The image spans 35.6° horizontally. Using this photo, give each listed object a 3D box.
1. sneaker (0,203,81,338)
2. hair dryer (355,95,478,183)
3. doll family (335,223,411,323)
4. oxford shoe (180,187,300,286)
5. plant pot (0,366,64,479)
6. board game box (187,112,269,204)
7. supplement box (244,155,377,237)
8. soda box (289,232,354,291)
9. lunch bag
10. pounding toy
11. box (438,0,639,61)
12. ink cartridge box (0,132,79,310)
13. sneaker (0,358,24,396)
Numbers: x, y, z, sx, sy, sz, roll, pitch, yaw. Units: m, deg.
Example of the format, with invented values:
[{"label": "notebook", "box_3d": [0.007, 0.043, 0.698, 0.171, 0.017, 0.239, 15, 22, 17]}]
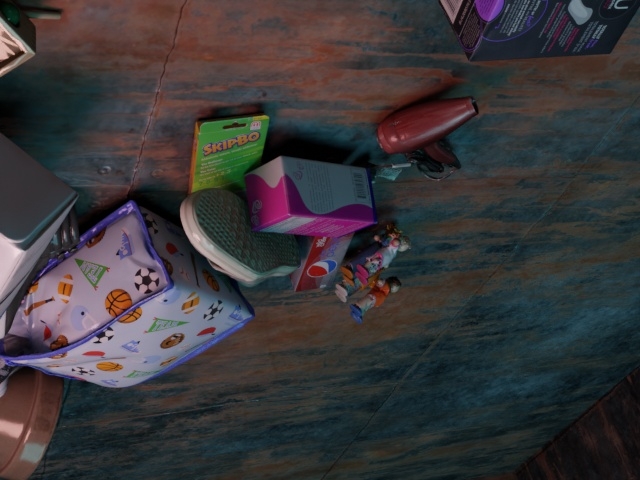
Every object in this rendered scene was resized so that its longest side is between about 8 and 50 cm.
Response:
[{"label": "sneaker", "box_3d": [-0.500, 0.042, 1.747, 0.147, 0.104, 0.295, 1, 114, -33]}, {"label": "hair dryer", "box_3d": [0.200, -0.194, 1.876, 0.224, 0.080, 0.293, -7, 162, -26]}, {"label": "doll family", "box_3d": [0.112, 0.046, 2.155, 0.163, 0.118, 0.263, -38, 157, -25]}, {"label": "oxford shoe", "box_3d": [-0.163, 0.009, 1.848, 0.130, 0.169, 0.449, -18, 169, 14]}, {"label": "plant pot", "box_3d": [-0.706, 0.363, 2.132, 0.229, 0.263, 0.263, 24, 132, -28]}, {"label": "board game box", "box_3d": [-0.168, -0.141, 1.783, 0.124, 0.039, 0.259, -10, 151, -18]}, {"label": "supplement box", "box_3d": [-0.016, -0.076, 1.825, 0.220, 0.111, 0.114, 5, 161, -43]}, {"label": "soda box", "box_3d": [0.000, 0.000, 2.058, 0.092, 0.083, 0.263, -7, 147, -20]}, {"label": "lunch bag", "box_3d": [-0.385, 0.132, 1.907, 0.385, 0.238, 0.328, -35, 151, 14]}, {"label": "pounding toy", "box_3d": [-0.445, -0.290, 1.349, 0.141, 0.100, 0.130, -29, 134, 11]}, {"label": "box", "box_3d": [0.348, -0.389, 1.557, 0.271, 0.143, 0.165, -6, 147, -21]}, {"label": "ink cartridge box", "box_3d": [-0.586, -0.003, 1.516, 0.285, 0.166, 0.395, 38, 129, -7]}, {"label": "sneaker", "box_3d": [-0.643, 0.218, 1.990, 0.269, 0.101, 0.153, -37, 150, -33]}]
